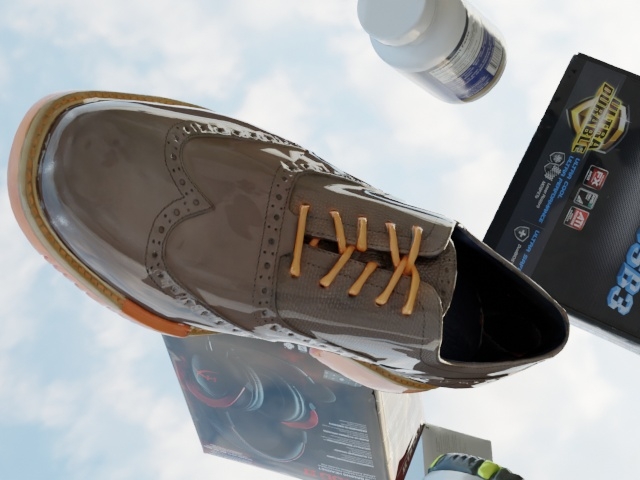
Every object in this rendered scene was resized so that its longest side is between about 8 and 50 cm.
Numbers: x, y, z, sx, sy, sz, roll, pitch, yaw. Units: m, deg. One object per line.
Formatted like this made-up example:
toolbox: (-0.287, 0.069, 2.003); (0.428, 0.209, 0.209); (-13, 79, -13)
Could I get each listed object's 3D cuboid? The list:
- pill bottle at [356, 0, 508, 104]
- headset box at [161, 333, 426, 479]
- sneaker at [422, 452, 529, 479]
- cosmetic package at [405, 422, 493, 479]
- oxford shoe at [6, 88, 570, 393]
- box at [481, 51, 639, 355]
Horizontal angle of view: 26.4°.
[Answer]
pill bottle: (0.102, -0.192, 1.264); (0.169, 0.094, 0.094); (23, -123, -59)
headset box: (-0.020, 0.131, 1.328); (0.293, 0.218, 0.110); (80, -151, -49)
sneaker: (0.215, 0.297, 0.918); (0.384, 0.145, 0.147); (28, -103, 19)
cosmetic package: (0.142, 0.321, 1.488); (0.099, 0.060, 0.239); (20, -135, -22)
oxford shoe: (0.000, 0.000, 0.752); (0.363, 0.132, 0.130); (20, -106, -43)
box: (0.364, -0.029, 1.553); (0.293, 0.073, 0.295); (25, -100, 18)
